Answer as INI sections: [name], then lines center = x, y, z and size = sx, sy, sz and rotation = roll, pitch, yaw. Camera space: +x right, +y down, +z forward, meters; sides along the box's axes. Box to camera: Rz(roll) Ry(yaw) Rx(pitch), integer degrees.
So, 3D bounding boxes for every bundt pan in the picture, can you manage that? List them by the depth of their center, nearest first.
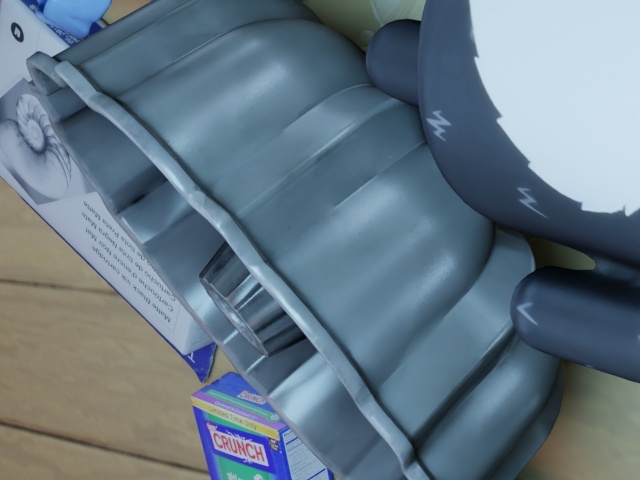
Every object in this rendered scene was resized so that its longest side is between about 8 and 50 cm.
[bundt pan]
center = 0.000, 0.000, 0.895
size = 0.331, 0.124, 0.331
rotation = 47, 170, 11

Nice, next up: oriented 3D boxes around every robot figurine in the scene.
[robot figurine]
center = 0.149, -0.069, 0.693
size = 0.278, 0.174, 0.209
rotation = 20, 133, 42

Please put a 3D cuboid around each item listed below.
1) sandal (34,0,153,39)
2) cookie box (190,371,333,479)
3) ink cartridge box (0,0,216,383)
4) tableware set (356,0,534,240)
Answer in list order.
[sandal]
center = -0.143, -0.234, 0.960
size = 0.317, 0.138, 0.126
rotation = 56, 147, 7
[cookie box]
center = -0.036, 0.153, 1.189
size = 0.092, 0.040, 0.107
rotation = 16, 126, 45
[ink cartridge box]
center = -0.143, -0.031, 1.181
size = 0.223, 0.045, 0.224
rotation = 42, 141, 22
[tableware set]
center = 0.066, -0.074, 0.923
size = 0.168, 0.020, 0.141
rotation = 49, 142, 13
